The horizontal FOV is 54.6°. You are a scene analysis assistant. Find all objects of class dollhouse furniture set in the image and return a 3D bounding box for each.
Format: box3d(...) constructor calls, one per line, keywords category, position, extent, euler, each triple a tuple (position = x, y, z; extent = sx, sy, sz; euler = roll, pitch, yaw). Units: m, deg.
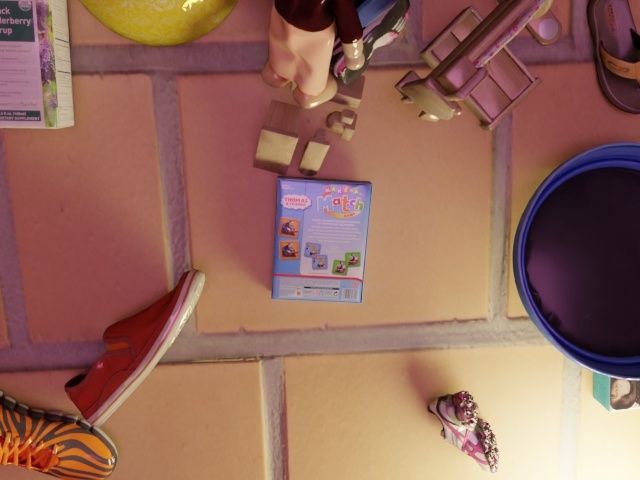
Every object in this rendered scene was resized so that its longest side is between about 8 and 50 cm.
box3d(category="dollhouse furniture set", position=(0.285, -0.262, 0.868), extent=(0.303, 0.355, 0.174), euler=(-45, 102, 5))
box3d(category="dollhouse furniture set", position=(-0.020, -0.195, 1.028), extent=(0.144, 0.123, 0.151), euler=(14, 66, -7))

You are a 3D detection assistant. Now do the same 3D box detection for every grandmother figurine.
box3d(category="grandmother figurine", position=(-0.022, -0.309, 0.812), extent=(0.208, 0.342, 0.104), euler=(26, 72, -1))

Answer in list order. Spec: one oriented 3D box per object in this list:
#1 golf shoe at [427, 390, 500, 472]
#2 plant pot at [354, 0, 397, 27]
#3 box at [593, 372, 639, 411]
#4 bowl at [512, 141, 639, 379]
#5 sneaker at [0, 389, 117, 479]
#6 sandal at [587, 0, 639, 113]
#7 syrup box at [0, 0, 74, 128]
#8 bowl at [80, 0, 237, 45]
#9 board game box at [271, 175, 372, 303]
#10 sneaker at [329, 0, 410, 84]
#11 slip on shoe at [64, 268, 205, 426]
box3d(category="golf shoe", position=(0.271, 0.359, 1.158), extent=(0.086, 0.067, 0.186), euler=(-23, 107, 30))
box3d(category="plant pot", position=(0.050, -0.447, 0.851), extent=(0.212, 0.236, 0.236), euler=(29, 74, -18))
box3d(category="box", position=(0.560, 0.185, 1.135), extent=(0.101, 0.060, 0.244), euler=(-7, 102, -2))
box3d(category="bowl", position=(0.512, 0.033, 1.043), extent=(0.391, 0.077, 0.391), euler=(0, 85, -2))
box3d(category="sneaker", position=(-0.511, 0.359, 1.034), extent=(0.321, 0.180, 0.124), euler=(23, 100, -9))
box3d(category="sandal", position=(0.505, -0.312, 1.023), extent=(0.090, 0.060, 0.219), euler=(-19, 103, 0))
box3d(category="syrup box", position=(-0.441, -0.291, 0.942), extent=(0.093, 0.096, 0.236), euler=(0, 103, -4))
box3d(category="bowl", position=(-0.252, -0.436, 0.894), extent=(0.289, 0.156, 0.289), euler=(-1, 103, -4))
box3d(category="board game box", position=(0.000, 0.000, 1.063), extent=(0.160, 0.039, 0.211), euler=(3, 105, -5))
box3d(category="sneaker", position=(0.066, -0.338, 0.984), extent=(0.077, 0.072, 0.178), euler=(40, 82, 21))
box3d(category="slip on shoe", position=(-0.313, 0.171, 1.045), extent=(0.101, 0.123, 0.331), euler=(41, 101, -7))
